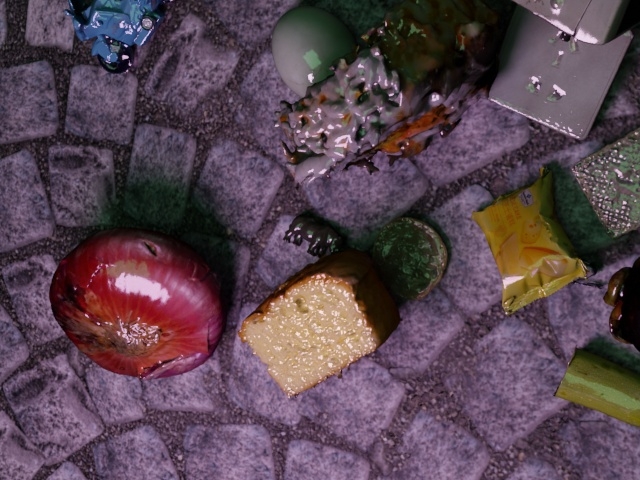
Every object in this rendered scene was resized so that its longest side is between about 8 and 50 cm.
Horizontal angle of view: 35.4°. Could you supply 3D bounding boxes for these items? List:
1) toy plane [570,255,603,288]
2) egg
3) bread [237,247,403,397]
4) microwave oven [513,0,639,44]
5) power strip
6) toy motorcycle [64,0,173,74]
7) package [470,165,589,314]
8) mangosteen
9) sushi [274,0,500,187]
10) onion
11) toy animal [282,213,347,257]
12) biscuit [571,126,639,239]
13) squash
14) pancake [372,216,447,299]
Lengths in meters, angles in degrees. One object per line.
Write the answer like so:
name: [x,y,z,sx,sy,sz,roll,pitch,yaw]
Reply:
toy plane: [0.418,0.051,1.696,0.120,0.031,0.049,10,107,20]
egg: [-0.009,-0.332,1.786,0.149,0.149,0.192,-38,68,22]
bread: [0.022,0.129,1.787,0.194,0.179,0.340,55,136,1]
microwave oven: [0.386,-0.467,1.449,0.333,0.394,0.247,36,128,18]
power strip: [0.393,-0.296,1.658,0.198,0.064,0.213,28,119,18]
toy motorcycle: [-0.393,-0.472,1.972,0.182,0.123,0.272,38,112,-6]
package: [0.347,0.000,1.673,0.168,0.090,0.226,-32,57,24]
mangosteen: [0.539,0.095,1.575,0.230,0.194,0.194,21,104,48]
sushi: [0.105,-0.234,1.612,0.417,0.417,0.176,-35,83,22]
onion: [-0.336,0.098,1.932,0.347,0.285,0.348,8,135,8]
toy animal: [0.000,0.000,1.868,0.135,0.047,0.065,29,97,25]
biscuit: [0.544,-0.115,1.616,0.250,0.046,0.147,-29,82,23]
squash: [0.490,0.251,1.652,0.188,0.095,0.095,22,103,15]
pancake: [0.157,0.033,1.812,0.151,0.025,0.152,2,96,23]
